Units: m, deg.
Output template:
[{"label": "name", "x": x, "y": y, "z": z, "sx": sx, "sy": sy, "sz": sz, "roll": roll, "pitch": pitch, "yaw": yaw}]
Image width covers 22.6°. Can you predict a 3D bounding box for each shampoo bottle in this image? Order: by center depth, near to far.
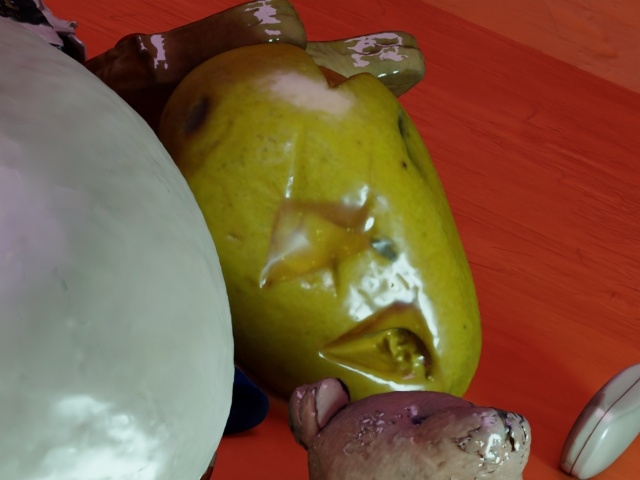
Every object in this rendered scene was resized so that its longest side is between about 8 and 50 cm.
[{"label": "shampoo bottle", "x": -0.122, "y": 0.093, "z": 1.335, "sx": 0.087, "sy": 0.050, "sz": 0.183, "roll": 9, "pitch": 23, "yaw": -44}]

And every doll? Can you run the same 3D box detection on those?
[{"label": "doll", "x": 0.099, "y": 0.207, "z": 1.107, "sx": 0.201, "sy": 0.156, "sz": 0.303, "roll": 20, "pitch": 27, "yaw": -29}]

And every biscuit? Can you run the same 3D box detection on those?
[{"label": "biscuit", "x": -0.098, "y": -0.151, "z": 1.611, "sx": 0.394, "sy": 0.368, "sz": 0.076, "roll": -4, "pitch": 73, "yaw": -51}]

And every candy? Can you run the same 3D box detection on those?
[{"label": "candy", "x": -0.241, "y": 0.011, "z": 1.045, "sx": 0.386, "sy": 0.186, "sz": 0.427, "roll": 9, "pitch": 50, "yaw": -22}]

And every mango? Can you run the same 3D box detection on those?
[{"label": "mango", "x": 0.000, "y": 0.000, "z": 1.382, "sx": 0.365, "sy": 0.253, "sz": 0.182, "roll": 52, "pitch": -2, "yaw": -8}]

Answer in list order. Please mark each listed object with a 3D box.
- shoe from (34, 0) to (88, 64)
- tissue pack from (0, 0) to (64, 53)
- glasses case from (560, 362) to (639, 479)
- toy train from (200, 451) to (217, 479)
[{"label": "shoe", "x": -0.334, "y": -0.224, "z": 1.856, "sx": 0.159, "sy": 0.124, "sz": 0.316, "roll": 19, "pitch": 25, "yaw": -5}, {"label": "tissue pack", "x": -0.425, "y": -0.145, "z": 1.414, "sx": 0.370, "sy": 0.210, "sz": 0.198, "roll": 7, "pitch": 22, "yaw": -36}, {"label": "glasses case", "x": 0.276, "y": 0.168, "z": 1.513, "sx": 0.051, "sy": 0.081, "sz": 0.204, "roll": 31, "pitch": 20, "yaw": 18}, {"label": "toy train", "x": -0.113, "y": 0.172, "z": 1.156, "sx": 0.064, "sy": 0.044, "sz": 0.103, "roll": 30, "pitch": 19, "yaw": -7}]
